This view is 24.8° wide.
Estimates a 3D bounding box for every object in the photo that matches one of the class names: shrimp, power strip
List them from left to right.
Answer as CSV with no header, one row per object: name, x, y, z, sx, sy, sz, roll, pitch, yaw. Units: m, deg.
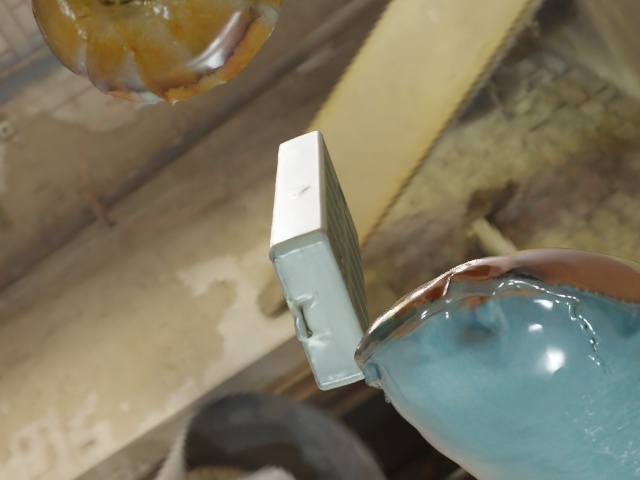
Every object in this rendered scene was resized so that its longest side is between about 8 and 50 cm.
shrimp,-0.093,-0.191,0.785,0.068,0.150,0.248,31,-129,-68
power strip,0.000,0.000,1.088,0.367,0.043,0.106,-93,-16,-74

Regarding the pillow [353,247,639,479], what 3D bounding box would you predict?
pillow,0.142,0.018,0.334,0.233,0.214,0.086,-38,45,48
